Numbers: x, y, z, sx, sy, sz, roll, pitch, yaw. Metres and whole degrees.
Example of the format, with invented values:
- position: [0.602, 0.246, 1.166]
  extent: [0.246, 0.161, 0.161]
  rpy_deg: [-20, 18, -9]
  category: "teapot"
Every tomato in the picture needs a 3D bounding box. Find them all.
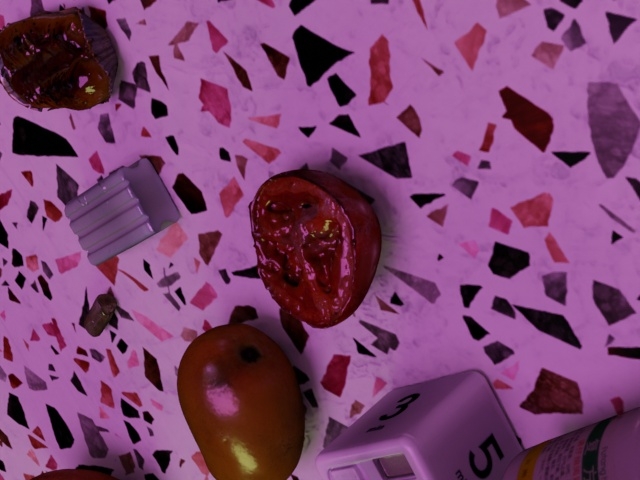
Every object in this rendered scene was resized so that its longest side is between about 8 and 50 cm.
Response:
- position: [0.003, -0.002, 1.483]
  extent: [0.228, 0.101, 0.228]
  rpy_deg: [19, 119, 40]
  category: "tomato"

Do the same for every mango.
- position: [-0.123, 0.277, 1.689]
  extent: [0.211, 0.173, 0.317]
  rpy_deg: [20, 131, 32]
  category: "mango"

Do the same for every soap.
- position: [-0.331, -0.044, 1.758]
  extent: [0.198, 0.066, 0.119]
  rpy_deg: [-24, 95, 45]
  category: "soap"

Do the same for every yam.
- position: [-0.399, 0.135, 1.930]
  extent: [0.043, 0.043, 0.094]
  rpy_deg: [48, 134, 9]
  category: "yam"

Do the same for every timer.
- position: [0.146, 0.317, 1.463]
  extent: [0.192, 0.195, 0.194]
  rpy_deg: [-23, 96, 44]
  category: "timer"

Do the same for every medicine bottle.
- position: [0.391, 0.297, 1.236]
  extent: [0.339, 0.208, 0.208]
  rpy_deg: [-35, 88, 45]
  category: "medicine bottle"

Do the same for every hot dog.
- position: [-0.428, -0.283, 1.704]
  extent: [0.270, 0.082, 0.163]
  rpy_deg: [1, 111, 41]
  category: "hot dog"

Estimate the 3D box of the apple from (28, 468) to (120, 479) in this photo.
- position: [-0.474, 0.604, 2.041]
  extent: [0.348, 0.348, 0.277]
  rpy_deg: [20, 150, 31]
  category: "apple"
